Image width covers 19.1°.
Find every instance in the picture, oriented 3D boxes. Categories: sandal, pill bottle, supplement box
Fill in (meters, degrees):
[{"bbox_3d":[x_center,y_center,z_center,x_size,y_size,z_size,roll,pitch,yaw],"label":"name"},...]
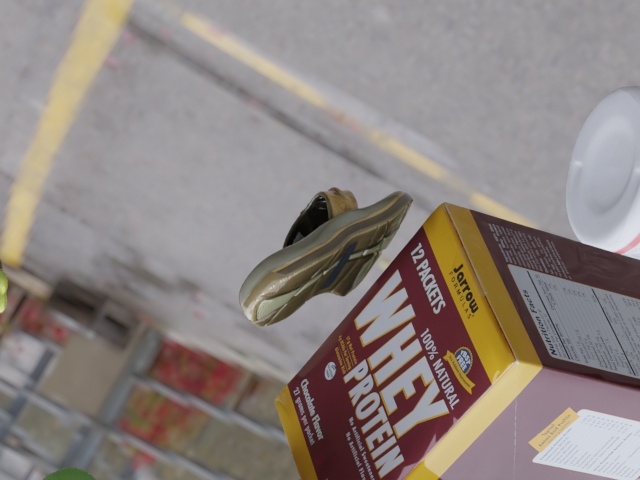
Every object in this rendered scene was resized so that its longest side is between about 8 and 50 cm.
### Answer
[{"bbox_3d":[0.000,0.000,1.088,0.049,0.072,0.180,42,-151,14],"label":"sandal"},{"bbox_3d":[0.395,-0.041,1.825,0.283,0.161,0.161,13,172,-22],"label":"pill bottle"},{"bbox_3d":[0.113,0.104,1.173,0.194,0.191,0.129,16,-143,-34],"label":"supplement box"}]

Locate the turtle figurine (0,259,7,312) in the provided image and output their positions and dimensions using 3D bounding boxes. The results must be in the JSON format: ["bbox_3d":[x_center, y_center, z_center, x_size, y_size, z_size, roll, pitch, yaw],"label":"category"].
[{"bbox_3d":[-0.303,0.047,1.088,0.217,0.269,0.087,14,-171,-36],"label":"turtle figurine"}]

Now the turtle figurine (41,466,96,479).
[{"bbox_3d":[-0.236,0.319,1.497,0.274,0.198,0.266,3,141,-23],"label":"turtle figurine"}]
